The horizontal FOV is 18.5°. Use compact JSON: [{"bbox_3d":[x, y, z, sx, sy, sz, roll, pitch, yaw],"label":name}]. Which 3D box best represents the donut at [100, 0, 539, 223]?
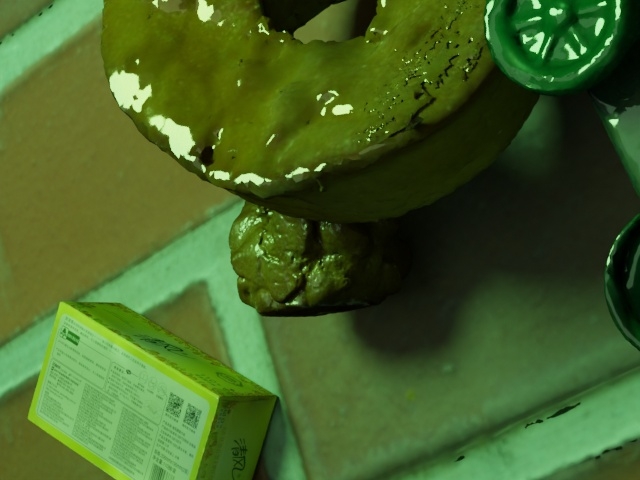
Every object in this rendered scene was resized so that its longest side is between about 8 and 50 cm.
[{"bbox_3d":[0.014,-0.125,1.163,0.277,0.108,0.277,-12,55,17],"label":"donut"}]

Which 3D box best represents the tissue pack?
[{"bbox_3d":[-0.120,0.117,1.378,0.176,0.062,0.095,26,106,40],"label":"tissue pack"}]

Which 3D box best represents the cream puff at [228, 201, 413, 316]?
[{"bbox_3d":[0.000,0.000,1.232,0.116,0.122,0.094,-8,88,-2],"label":"cream puff"}]

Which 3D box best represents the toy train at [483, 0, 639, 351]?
[{"bbox_3d":[0.249,-0.083,0.976,0.249,0.178,0.429,-33,68,26],"label":"toy train"}]
